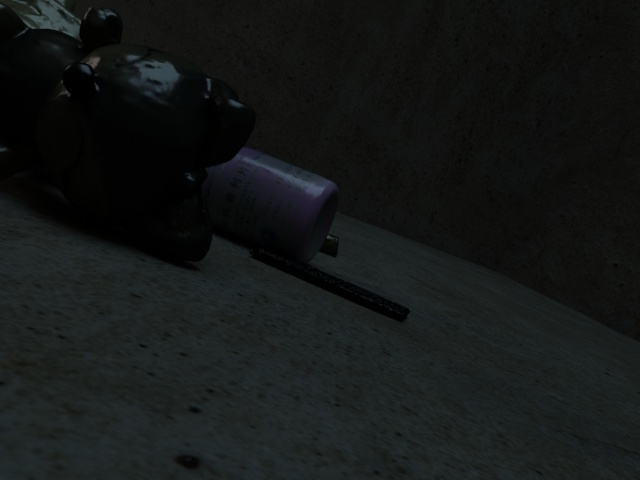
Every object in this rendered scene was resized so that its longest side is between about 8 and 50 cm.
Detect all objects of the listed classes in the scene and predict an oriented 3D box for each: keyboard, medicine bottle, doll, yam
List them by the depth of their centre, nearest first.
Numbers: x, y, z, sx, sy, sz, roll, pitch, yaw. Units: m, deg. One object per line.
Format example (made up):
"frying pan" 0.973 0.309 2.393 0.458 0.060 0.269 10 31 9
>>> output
"doll" -0.241 -0.141 0.948 0.383 0.252 0.379 29 7 13
"keyboard" 0.015 0.062 1.092 0.251 0.017 0.087 23 4 14
"medicine bottle" -0.109 -0.071 1.217 0.255 0.151 0.152 22 5 12
"yam" 0.000 0.000 1.510 0.094 0.043 0.043 19 6 -13

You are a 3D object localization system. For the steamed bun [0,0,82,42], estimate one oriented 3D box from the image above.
"steamed bun" -0.491 -0.300 1.180 0.339 0.247 0.352 -5 -2 40
